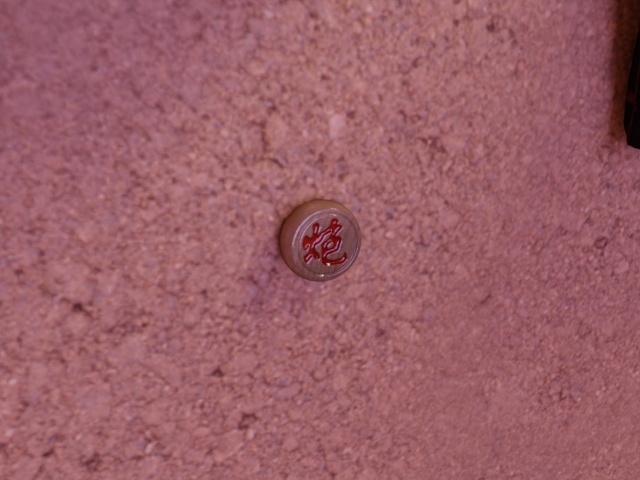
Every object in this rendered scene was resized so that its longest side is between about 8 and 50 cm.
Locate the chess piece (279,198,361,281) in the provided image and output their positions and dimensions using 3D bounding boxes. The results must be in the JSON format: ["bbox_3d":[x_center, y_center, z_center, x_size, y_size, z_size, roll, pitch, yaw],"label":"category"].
[{"bbox_3d":[0.000,0.000,0.541,0.084,0.038,0.083,-6,107,-19],"label":"chess piece"}]

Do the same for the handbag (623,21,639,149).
[{"bbox_3d":[0.446,-0.205,0.591,0.169,0.155,0.215,-21,122,-22],"label":"handbag"}]
